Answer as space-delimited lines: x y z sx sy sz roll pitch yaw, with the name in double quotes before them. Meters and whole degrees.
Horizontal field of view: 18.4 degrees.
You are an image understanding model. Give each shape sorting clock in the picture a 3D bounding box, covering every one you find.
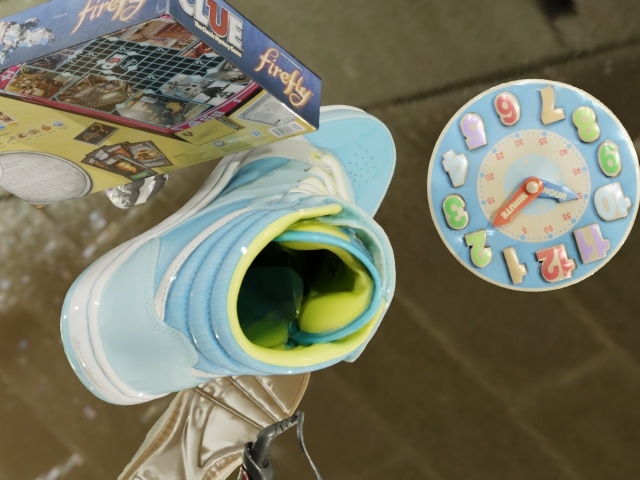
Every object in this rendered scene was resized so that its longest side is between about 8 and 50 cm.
"shape sorting clock" 0.206 -0.053 1.916 0.206 0.206 0.040 39 -172 2

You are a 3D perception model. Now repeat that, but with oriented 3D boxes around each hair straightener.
"hair straightener" -0.036 0.238 1.565 0.089 0.047 0.230 25 114 17

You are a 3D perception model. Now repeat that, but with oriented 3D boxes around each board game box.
"board game box" -0.145 -0.096 1.295 0.243 0.042 0.165 -14 150 31

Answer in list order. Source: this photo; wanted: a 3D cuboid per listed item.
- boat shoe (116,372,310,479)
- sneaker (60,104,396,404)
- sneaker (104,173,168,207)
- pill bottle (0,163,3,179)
"boat shoe" -0.131 0.214 2.103 0.109 0.302 0.098 43 160 -7
"sneaker" 0.000 0.000 1.306 0.208 0.319 0.127 -9 116 45
"sneaker" -0.137 -0.101 1.424 0.071 0.068 0.170 39 127 21
"pill bottle" -0.293 -0.007 1.211 0.112 0.187 0.112 39 175 4
